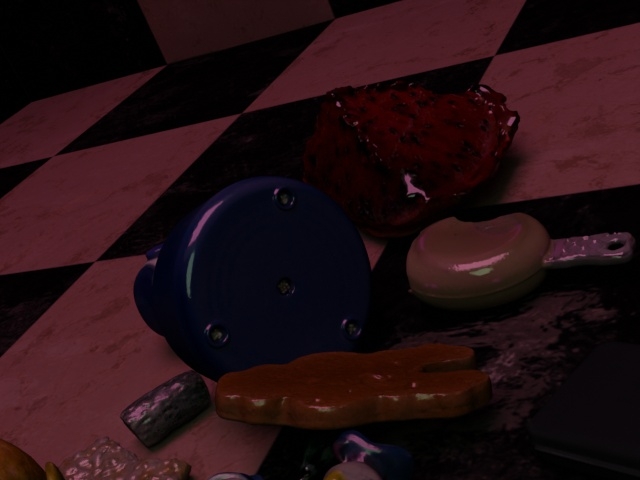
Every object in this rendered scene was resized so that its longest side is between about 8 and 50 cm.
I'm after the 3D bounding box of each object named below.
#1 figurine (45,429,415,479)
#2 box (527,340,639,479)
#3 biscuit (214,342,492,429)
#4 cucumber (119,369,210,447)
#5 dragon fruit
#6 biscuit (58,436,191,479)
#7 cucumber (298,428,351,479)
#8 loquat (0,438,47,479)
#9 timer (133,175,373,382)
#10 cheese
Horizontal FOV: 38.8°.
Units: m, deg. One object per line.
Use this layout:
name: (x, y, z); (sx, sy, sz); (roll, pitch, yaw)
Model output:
figurine: (-0.061, 0.252, 0.837); (0.338, 0.204, 0.283); (-18, -3, -17)
box: (0.317, 0.161, 0.822); (0.160, 0.050, 0.230); (-37, 23, -31)
biscuit: (0.034, 0.163, 0.992); (0.295, 0.044, 0.186); (-4, 8, 1)
cucumber: (-0.197, 0.213, 1.166); (0.112, 0.064, 0.064); (-35, 27, -23)
dragon fruit: (0.175, -0.104, 1.452); (0.329, 0.228, 0.286); (-17, 51, -34)
biscuit: (-0.276, 0.307, 1.074); (0.266, 0.040, 0.188); (-17, 26, 10)
cucumber: (0.012, 0.217, 1.008); (0.037, 0.037, 0.155); (-9, 27, 29)
loquat: (-0.361, 0.318, 0.871); (0.263, 0.263, 0.263); (-19, 25, 9)
timer: (-0.139, 0.070, 1.231); (0.270, 0.270, 0.384); (-38, 15, -29)
cheese: (0.250, 0.021, 1.150); (0.287, 0.082, 0.163); (-6, 31, 27)
